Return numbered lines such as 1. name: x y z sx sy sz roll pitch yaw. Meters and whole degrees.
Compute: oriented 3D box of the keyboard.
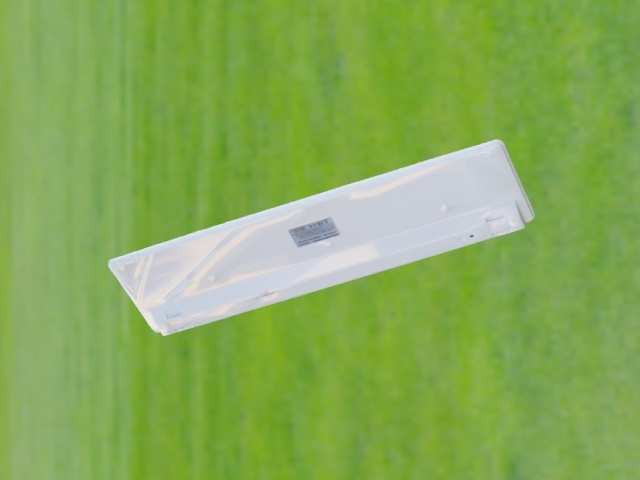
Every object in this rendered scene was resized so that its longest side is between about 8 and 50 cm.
1. keyboard: 0.000 0.000 1.182 0.014 0.256 0.072 -92 -20 -49
